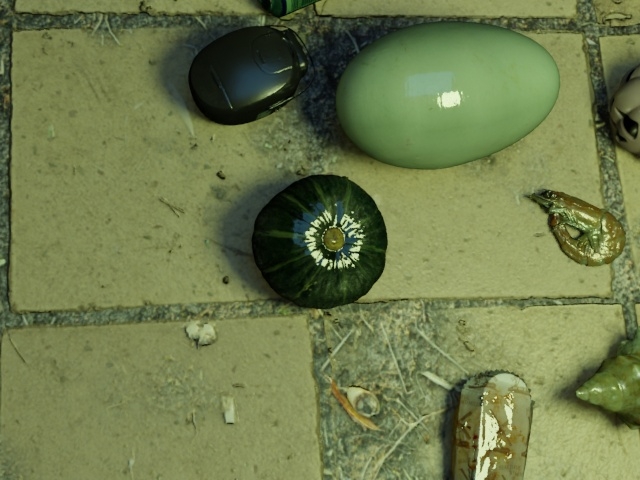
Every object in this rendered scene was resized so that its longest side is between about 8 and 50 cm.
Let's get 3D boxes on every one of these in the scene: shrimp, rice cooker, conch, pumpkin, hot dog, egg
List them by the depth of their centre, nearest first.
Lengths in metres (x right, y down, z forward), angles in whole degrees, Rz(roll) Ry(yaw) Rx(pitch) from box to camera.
[{"bbox_3d":[0.260,0.318,1.664,0.131,0.069,0.253,12,75,-14],"label":"hot dog"},{"bbox_3d":[0.000,0.002,1.678,0.211,0.152,0.211,3,82,-23],"label":"pumpkin"},{"bbox_3d":[0.569,0.235,1.681,0.386,0.169,0.203,4,99,-5],"label":"conch"},{"bbox_3d":[0.204,-0.231,1.731,0.371,0.230,0.230,-9,75,-16],"label":"egg"},{"bbox_3d":[-0.112,-0.263,1.755,0.203,0.118,0.142,-21,77,-12],"label":"rice cooker"},{"bbox_3d":[0.417,-0.025,1.804,0.180,0.041,0.099,32,87,1],"label":"shrimp"}]

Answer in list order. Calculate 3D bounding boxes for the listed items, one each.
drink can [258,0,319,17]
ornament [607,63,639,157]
[{"bbox_3d":[-0.012,-0.457,1.827,0.205,0.118,0.118,-25,79,-15],"label":"drink can"},{"bbox_3d":[0.570,-0.218,1.810,0.177,0.177,0.177,2,74,-7],"label":"ornament"}]
